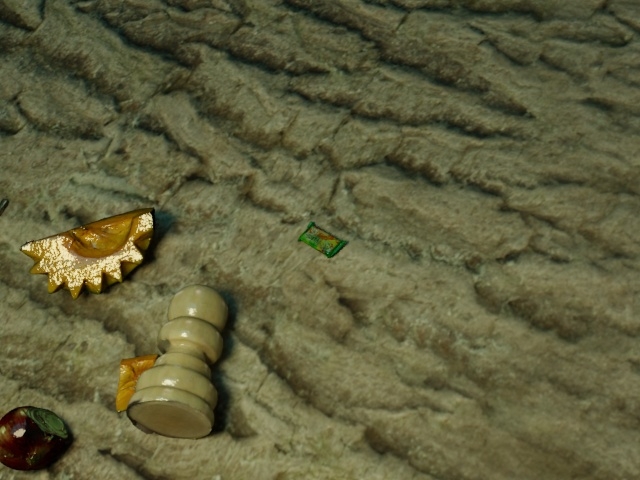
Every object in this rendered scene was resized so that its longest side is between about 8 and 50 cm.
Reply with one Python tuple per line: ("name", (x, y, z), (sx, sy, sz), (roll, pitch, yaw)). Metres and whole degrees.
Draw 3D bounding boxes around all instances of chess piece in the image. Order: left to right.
("chess piece", (-0.227, 0.189, 1.706), (0.143, 0.142, 0.260), (-3, 53, 17))

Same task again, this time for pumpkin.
("pumpkin", (-0.410, 0.026, 1.909), (0.254, 0.149, 0.130), (-16, 97, 2))
("pumpkin", (-0.320, 0.241, 1.757), (0.073, 0.035, 0.101), (-12, 57, 13))

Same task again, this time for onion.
("onion", (-0.491, 0.335, 1.703), (0.119, 0.117, 0.118), (-28, 41, 28))

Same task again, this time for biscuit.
("biscuit", (0.000, 0.000, 1.823), (0.089, 0.016, 0.046), (31, 71, 32))

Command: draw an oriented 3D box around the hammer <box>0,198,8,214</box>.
("hammer", (-0.740, -0.078, 2.122), (0.199, 0.013, 0.062), (14, 63, 26))
